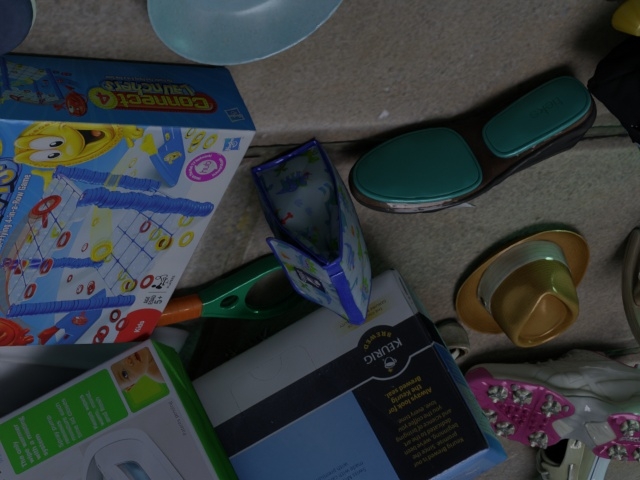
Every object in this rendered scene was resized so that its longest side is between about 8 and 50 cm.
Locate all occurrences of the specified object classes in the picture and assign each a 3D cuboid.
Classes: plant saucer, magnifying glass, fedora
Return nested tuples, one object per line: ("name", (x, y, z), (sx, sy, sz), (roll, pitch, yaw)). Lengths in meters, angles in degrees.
("plant saucer", (-0.062, -0.235, 1.382), (0.195, 0.037, 0.195), (-18, 144, -13))
("magnifying glass", (-0.110, 0.064, 1.741), (0.231, 0.026, 0.092), (-14, 144, -24))
("fedora", (0.259, 0.071, 1.944), (0.194, 0.079, 0.194), (-17, 143, -13))

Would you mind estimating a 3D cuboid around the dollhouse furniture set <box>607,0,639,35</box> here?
("dollhouse furniture set", (0.432, -0.303, 1.470), (0.286, 0.198, 0.303), (-10, 143, -21))

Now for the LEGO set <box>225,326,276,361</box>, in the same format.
("LEGO set", (-0.069, 0.127, 1.854), (0.083, 0.023, 0.054), (-28, 145, 3))

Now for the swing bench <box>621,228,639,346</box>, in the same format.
("swing bench", (0.535, 0.026, 1.997), (0.253, 0.165, 0.254), (7, 138, -39))

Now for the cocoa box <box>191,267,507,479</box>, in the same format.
("cocoa box", (0.003, 0.226, 1.798), (0.347, 0.228, 0.231), (-30, 165, 5))

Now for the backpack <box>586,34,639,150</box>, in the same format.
("backpack", (0.490, -0.098, 1.670), (0.290, 0.355, 0.273), (-21, -164, 33))

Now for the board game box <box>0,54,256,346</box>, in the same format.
("board game box", (-0.257, -0.029, 1.480), (0.302, 0.086, 0.308), (0, 138, -33))

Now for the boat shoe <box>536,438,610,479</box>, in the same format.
("boat shoe", (0.360, 0.310, 2.316), (0.094, 0.109, 0.302), (4, 128, -14))

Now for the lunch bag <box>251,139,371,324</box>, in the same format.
("lunch bag", (0.000, 0.000, 1.624), (0.096, 0.151, 0.129), (-27, 146, 0))

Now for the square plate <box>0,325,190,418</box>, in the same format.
("square plate", (-0.360, 0.201, 1.744), (0.344, 0.049, 0.347), (11, 131, -41))

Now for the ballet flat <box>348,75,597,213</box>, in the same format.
("ballet flat", (0.162, -0.082, 1.679), (0.280, 0.095, 0.096), (-21, 157, -8))

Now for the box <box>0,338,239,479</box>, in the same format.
("box", (-0.205, 0.271, 1.646), (0.231, 0.262, 0.127), (-27, 168, 2))

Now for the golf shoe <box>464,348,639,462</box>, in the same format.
("golf shoe", (0.322, 0.203, 2.136), (0.306, 0.140, 0.115), (16, 132, -18))

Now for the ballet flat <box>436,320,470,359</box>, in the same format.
("ballet flat", (0.108, 0.156, 1.980), (0.168, 0.052, 0.057), (-31, 145, 7))

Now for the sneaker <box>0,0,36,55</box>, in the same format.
("sneaker", (-0.345, -0.184, 1.170), (0.131, 0.148, 0.350), (-44, 142, 23))
